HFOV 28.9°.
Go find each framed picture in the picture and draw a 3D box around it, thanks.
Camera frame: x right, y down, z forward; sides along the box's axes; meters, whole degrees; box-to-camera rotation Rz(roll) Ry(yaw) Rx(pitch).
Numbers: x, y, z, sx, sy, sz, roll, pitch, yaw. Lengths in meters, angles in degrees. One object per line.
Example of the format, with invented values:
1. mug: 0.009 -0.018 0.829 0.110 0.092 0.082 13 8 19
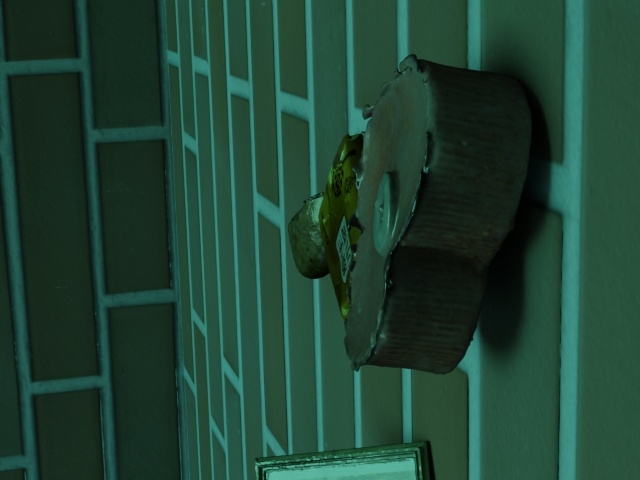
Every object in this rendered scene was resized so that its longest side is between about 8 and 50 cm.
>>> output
1. framed picture: 0.026 0.363 1.526 0.274 0.017 0.217 -14 76 35

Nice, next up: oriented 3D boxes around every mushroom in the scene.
1. mushroom: -0.002 0.000 1.769 0.210 0.072 0.094 131 124 -70

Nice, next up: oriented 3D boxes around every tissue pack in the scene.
1. tissue pack: 0.069 0.011 1.462 0.183 0.092 0.226 104 159 -53

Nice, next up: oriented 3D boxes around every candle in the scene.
1. candle: 0.108 -0.035 1.234 0.287 0.132 0.316 -106 26 -59
